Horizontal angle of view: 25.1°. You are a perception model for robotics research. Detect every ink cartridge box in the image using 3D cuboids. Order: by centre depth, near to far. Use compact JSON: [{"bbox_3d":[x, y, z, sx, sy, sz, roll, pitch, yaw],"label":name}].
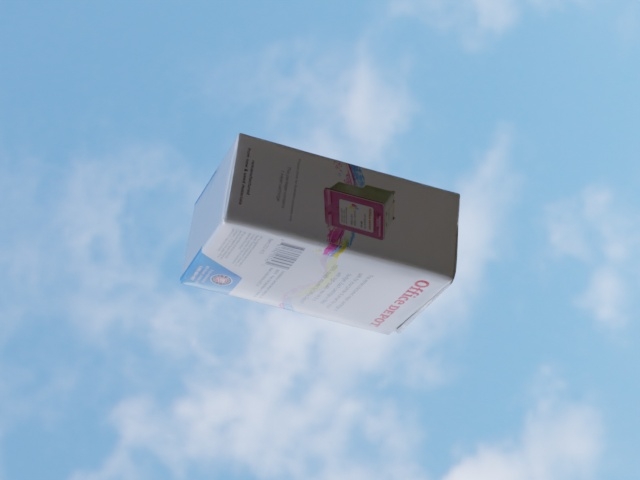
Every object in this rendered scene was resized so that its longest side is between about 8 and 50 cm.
[{"bbox_3d":[0.000,0.000,0.741,0.122,0.088,0.052,16,-118,-14],"label":"ink cartridge box"}]
